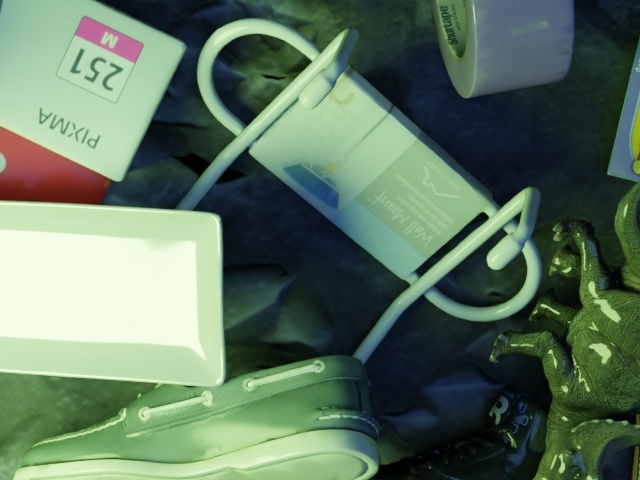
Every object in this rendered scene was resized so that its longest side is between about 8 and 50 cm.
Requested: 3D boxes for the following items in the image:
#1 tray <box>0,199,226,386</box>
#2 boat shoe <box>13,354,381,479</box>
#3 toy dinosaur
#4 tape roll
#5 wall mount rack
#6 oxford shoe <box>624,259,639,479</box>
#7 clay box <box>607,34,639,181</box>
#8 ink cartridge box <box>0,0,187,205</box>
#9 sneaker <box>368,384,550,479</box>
[{"bbox_3d":[-0.203,0.038,1.566,0.270,0.030,0.145,3,104,15],"label":"tray"},{"bbox_3d":[-0.102,0.159,1.594,0.319,0.116,0.099,-10,61,21],"label":"boat shoe"},{"bbox_3d":[0.242,0.073,1.579,0.160,0.121,0.313,34,118,17],"label":"toy dinosaur"},{"bbox_3d":[0.137,-0.211,1.538,0.080,0.189,0.189,-11,101,-6],"label":"tape roll"},{"bbox_3d":[0.000,0.000,1.594,0.350,0.130,0.304,40,121,-11],"label":"wall mount rack"},{"bbox_3d":[0.342,0.199,1.655,0.140,0.146,0.397,-19,102,-6],"label":"oxford shoe"},{"bbox_3d":[0.362,-0.091,1.625,0.222,0.053,0.127,13,98,10],"label":"clay box"},{"bbox_3d":[-0.282,-0.112,1.567,0.275,0.060,0.239,25,94,-11],"label":"ink cartridge box"},{"bbox_3d":[0.126,0.179,1.666,0.217,0.079,0.121,9,95,-17],"label":"sneaker"}]
